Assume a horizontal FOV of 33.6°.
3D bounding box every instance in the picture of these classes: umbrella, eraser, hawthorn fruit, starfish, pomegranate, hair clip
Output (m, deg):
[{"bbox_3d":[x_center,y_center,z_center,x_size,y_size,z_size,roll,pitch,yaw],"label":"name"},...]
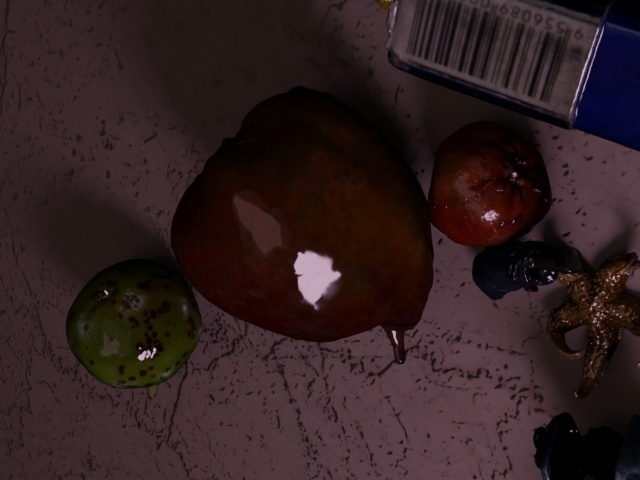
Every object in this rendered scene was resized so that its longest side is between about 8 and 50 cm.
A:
[{"bbox_3d":[0.243,0.028,1.221,0.071,0.071,0.248,63,163,0],"label":"umbrella"},{"bbox_3d":[0.237,-0.215,1.131,0.332,0.101,0.155,22,130,15],"label":"eraser"},{"bbox_3d":[0.185,-0.059,1.258,0.148,0.148,0.172,60,147,2],"label":"hawthorn fruit"},{"bbox_3d":[0.330,0.098,1.244,0.146,0.074,0.189,8,111,37],"label":"starfish"},{"bbox_3d":[-0.281,0.143,1.662,0.211,0.211,0.263,19,152,30],"label":"pomegranate"},{"bbox_3d":[0.359,0.340,1.236,0.195,0.206,0.310,-4,101,32],"label":"hair clip"},{"bbox_3d":[-0.014,-0.017,1.318,0.325,0.308,0.308,29,123,25],"label":"hawthorn fruit"}]

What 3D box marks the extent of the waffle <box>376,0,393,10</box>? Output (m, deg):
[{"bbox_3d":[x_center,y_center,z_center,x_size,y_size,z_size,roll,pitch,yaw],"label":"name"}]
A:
[{"bbox_3d":[0.169,-0.343,1.209,0.291,0.051,0.291,13,116,29],"label":"waffle"}]
